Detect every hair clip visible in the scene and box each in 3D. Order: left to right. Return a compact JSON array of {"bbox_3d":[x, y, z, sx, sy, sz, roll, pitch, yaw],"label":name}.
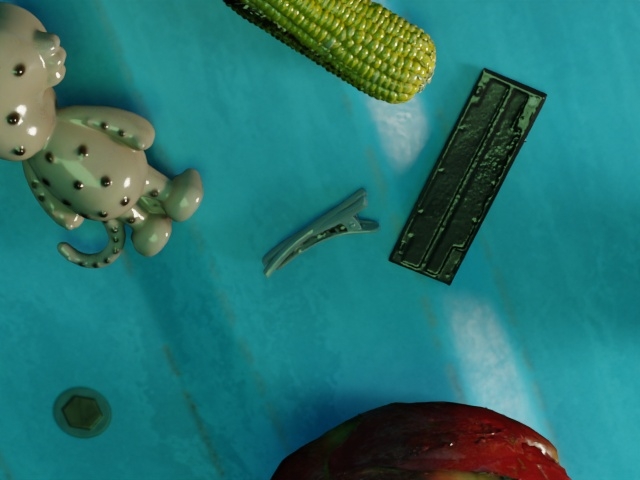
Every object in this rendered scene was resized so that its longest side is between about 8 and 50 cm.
[{"bbox_3d":[0.000,0.001,1.511,0.115,0.030,0.039,-30,112,14],"label":"hair clip"}]

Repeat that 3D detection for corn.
[{"bbox_3d":[0.003,-0.182,1.408,0.203,0.072,0.072,31,111,-11],"label":"corn"}]

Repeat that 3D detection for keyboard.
[{"bbox_3d":[0.127,-0.052,1.495,0.064,0.010,0.198,23,113,-7],"label":"keyboard"}]

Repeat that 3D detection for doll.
[{"bbox_3d":[-0.232,-0.084,1.441,0.154,0.119,0.278,-39,118,18],"label":"doll"}]

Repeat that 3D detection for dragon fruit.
[{"bbox_3d":[0.088,0.286,1.498,0.302,0.295,0.295,-18,116,-21],"label":"dragon fruit"}]
